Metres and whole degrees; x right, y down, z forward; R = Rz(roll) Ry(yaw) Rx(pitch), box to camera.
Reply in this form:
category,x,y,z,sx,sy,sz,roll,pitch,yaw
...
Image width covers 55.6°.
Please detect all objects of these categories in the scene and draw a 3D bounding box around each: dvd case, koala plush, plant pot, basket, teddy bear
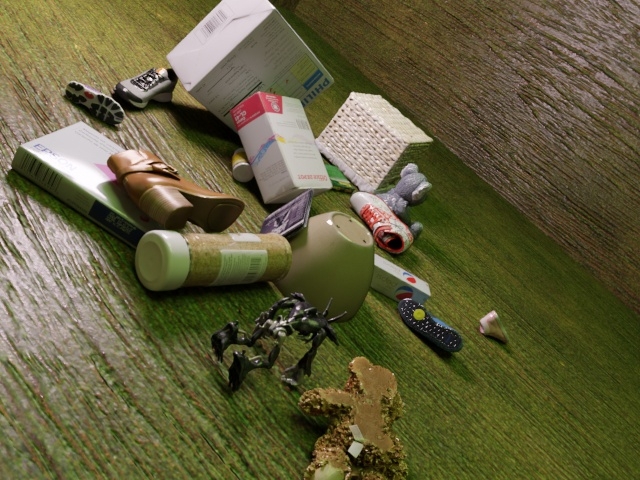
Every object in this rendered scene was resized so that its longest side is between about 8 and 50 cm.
category,x,y,z,sx,sy,sz,roll,pitch,yaw
dvd case,-0.095,-0.047,1.573,0.018,0.165,0.221,52,21,-19
koala plush,0.301,-0.151,2.154,0.203,0.221,0.196,22,29,-26
plant pot,0.028,0.040,1.542,0.284,0.191,0.284,28,28,-16
basket,0.216,-0.377,2.386,0.331,0.266,0.328,45,26,14
teddy bear,0.064,0.380,1.138,0.245,0.113,0.337,19,37,-17

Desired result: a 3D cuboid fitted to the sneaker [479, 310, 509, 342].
category,x,y,z,sx,sy,sz,roll,pitch,yaw
sneaker,0.549,0.287,1.933,0.134,0.070,0.051,56,5,-29

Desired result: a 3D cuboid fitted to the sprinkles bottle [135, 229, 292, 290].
category,x,y,z,sx,sy,sz,roll,pitch,yaw
sprinkles bottle,-0.219,0.041,1.318,0.356,0.121,0.121,1,43,-51

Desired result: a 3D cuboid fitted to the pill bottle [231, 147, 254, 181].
category,x,y,z,sx,sy,sz,roll,pitch,yaw
pill bottle,-0.233,-0.229,1.816,0.065,0.065,0.116,23,29,-26

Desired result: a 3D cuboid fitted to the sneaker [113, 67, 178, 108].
category,x,y,z,sx,sy,sz,roll,pitch,yaw
sneaker,-0.521,-0.470,1.823,0.100,0.108,0.271,39,27,1

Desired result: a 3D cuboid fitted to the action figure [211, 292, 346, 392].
category,x,y,z,sx,sy,sz,roll,pitch,yaw
action figure,-0.079,0.198,1.211,0.276,0.140,0.164,-14,51,-38

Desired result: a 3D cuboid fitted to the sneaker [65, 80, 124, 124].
category,x,y,z,sx,sy,sz,roll,pitch,yaw
sneaker,-0.594,-0.376,1.626,0.170,0.068,0.071,34,20,-2

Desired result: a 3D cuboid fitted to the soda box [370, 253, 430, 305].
category,x,y,z,sx,sy,sz,roll,pitch,yaw
soda box,0.210,0.119,1.761,0.216,0.073,0.069,29,27,-14

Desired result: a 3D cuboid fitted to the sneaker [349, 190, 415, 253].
category,x,y,z,sx,sy,sz,roll,pitch,yaw
sneaker,0.195,-0.063,2.029,0.270,0.090,0.145,42,24,6

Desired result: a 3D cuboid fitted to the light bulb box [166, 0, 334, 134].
category,x,y,z,sx,sy,sz,roll,pitch,yaw
light bulb box,-0.217,-0.544,1.931,0.361,0.358,0.225,37,16,-52

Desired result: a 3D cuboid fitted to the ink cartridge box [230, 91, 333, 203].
category,x,y,z,sx,sy,sz,roll,pitch,yaw
ink cartridge box,-0.113,-0.272,1.817,0.226,0.131,0.306,-8,77,-60

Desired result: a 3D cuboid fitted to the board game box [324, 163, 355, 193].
category,x,y,z,sx,sy,sz,roll,pitch,yaw
board game box,-0.003,-0.232,2.144,0.260,0.030,0.136,7,36,-45

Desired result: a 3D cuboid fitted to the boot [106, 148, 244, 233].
category,x,y,z,sx,sy,sz,roll,pitch,yaw
boot,-0.318,-0.110,1.354,0.220,0.109,0.283,41,26,22

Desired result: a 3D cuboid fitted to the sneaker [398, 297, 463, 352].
category,x,y,z,sx,sy,sz,roll,pitch,yaw
sneaker,0.305,0.243,1.699,0.209,0.069,0.082,36,-9,19

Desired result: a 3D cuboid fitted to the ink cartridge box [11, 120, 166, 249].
category,x,y,z,sx,sy,sz,roll,pitch,yaw
ink cartridge box,-0.464,-0.148,1.398,0.324,0.071,0.330,34,27,-4
